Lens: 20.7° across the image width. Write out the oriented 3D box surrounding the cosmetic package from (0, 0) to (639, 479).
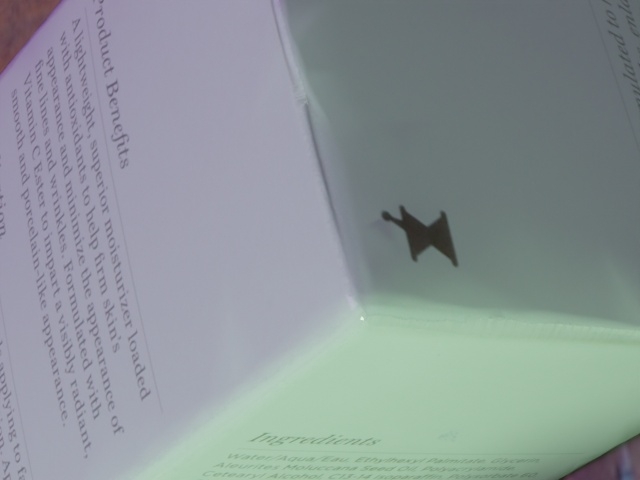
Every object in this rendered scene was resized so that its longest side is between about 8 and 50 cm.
[{"bbox_3d":[0.000,0.000,0.511,0.183,0.151,0.151,-39,56,42],"label":"cosmetic package"}]
